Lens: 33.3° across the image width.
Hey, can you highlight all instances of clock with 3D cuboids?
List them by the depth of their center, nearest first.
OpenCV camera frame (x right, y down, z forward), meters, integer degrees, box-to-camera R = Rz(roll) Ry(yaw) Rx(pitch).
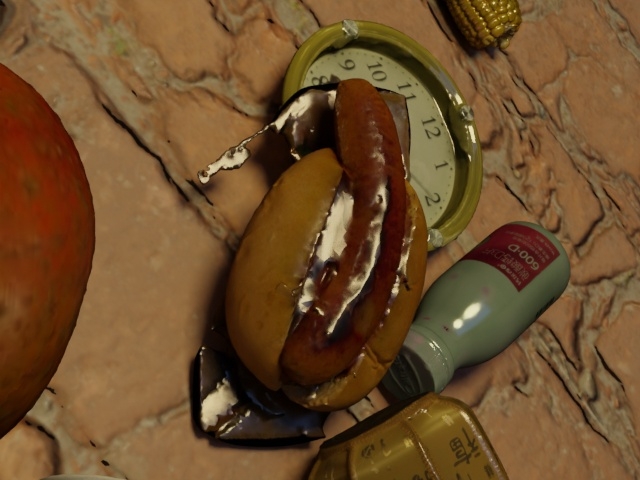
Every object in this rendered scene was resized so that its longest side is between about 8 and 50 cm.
[{"bbox_3d":[0.053,-0.093,1.014,0.237,0.057,0.237,13,65,-31],"label":"clock"}]

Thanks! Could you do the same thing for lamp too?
[{"bbox_3d":[0.083,0.222,0.839,0.161,0.161,0.185,-25,85,-39],"label":"lamp"}]

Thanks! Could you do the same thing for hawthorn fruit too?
[{"bbox_3d":[-0.265,0.035,0.615,0.277,0.277,0.298,-6,90,-36],"label":"hawthorn fruit"}]

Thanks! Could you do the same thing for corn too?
[{"bbox_3d":[0.148,-0.316,1.162,0.080,0.080,0.238,-17,84,-38],"label":"corn"}]

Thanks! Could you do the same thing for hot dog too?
[{"bbox_3d":[0.005,0.003,0.859,0.194,0.107,0.326,10,77,-26],"label":"hot dog"}]

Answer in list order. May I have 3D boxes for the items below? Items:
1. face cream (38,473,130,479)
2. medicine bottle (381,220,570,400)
[{"bbox_3d":[-0.152,0.337,0.633,0.145,0.145,0.369,25,59,-24],"label":"face cream"},{"bbox_3d":[0.140,0.065,0.982,0.217,0.090,0.090,-35,92,-38],"label":"medicine bottle"}]
